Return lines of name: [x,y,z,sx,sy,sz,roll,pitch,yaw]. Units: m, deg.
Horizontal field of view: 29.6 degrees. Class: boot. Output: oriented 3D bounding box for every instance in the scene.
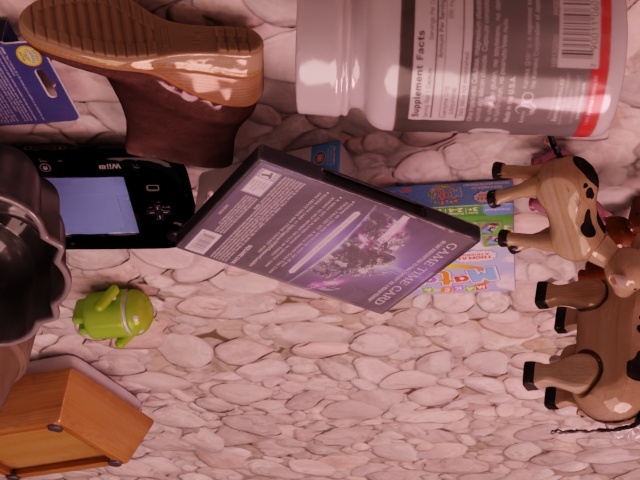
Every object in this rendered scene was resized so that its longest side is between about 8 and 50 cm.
boot: [-0.187,-0.148,1.237,0.248,0.090,0.207,7,146,-14]

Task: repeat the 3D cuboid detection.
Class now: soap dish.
soap dish: [-0.454,0.293,1.953,0.290,0.118,0.229,-12,146,24]

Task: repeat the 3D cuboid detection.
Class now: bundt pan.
bundt pan: [-0.433,-0.016,1.344,0.330,0.124,0.331,1,138,0]

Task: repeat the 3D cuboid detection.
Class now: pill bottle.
pill bottle: [0.122,-0.178,1.102,0.283,0.161,0.161,2,149,1]

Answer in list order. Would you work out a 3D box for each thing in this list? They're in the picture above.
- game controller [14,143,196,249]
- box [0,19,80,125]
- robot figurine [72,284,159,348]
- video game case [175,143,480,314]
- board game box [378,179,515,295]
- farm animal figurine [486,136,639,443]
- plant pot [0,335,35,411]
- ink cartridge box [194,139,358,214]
game controller: [-0.306,-0.050,1.432,0.319,0.067,0.166,-1,149,4]
box: [-0.375,-0.169,1.267,0.225,0.036,0.136,-2,149,9]
robot figurine: [-0.283,0.101,1.675,0.115,0.067,0.101,-5,136,12]
video game case: [0.007,-0.004,1.323,0.274,0.026,0.196,18,143,-26]
board game box: [0.162,0.001,1.509,0.160,0.039,0.211,-3,149,8]
farm animal figurine: [0.322,0.055,1.333,0.172,0.327,0.330,-3,168,33]
plant pot: [-0.582,0.226,1.699,0.323,0.280,0.323,2,150,1]
ink cartridge box: [-0.051,-0.040,1.392,0.181,0.104,0.061,-10,145,21]
